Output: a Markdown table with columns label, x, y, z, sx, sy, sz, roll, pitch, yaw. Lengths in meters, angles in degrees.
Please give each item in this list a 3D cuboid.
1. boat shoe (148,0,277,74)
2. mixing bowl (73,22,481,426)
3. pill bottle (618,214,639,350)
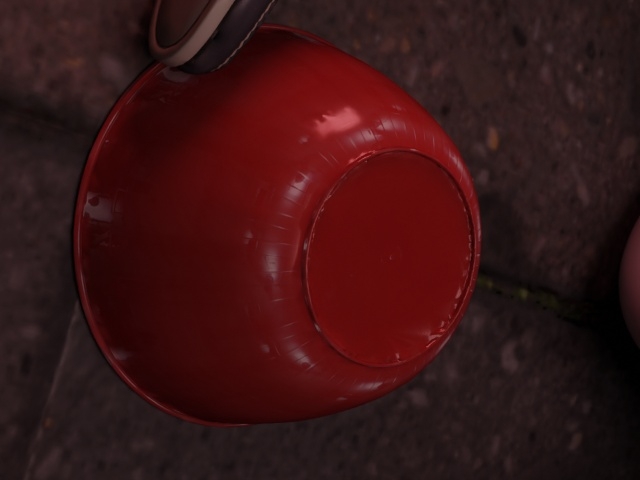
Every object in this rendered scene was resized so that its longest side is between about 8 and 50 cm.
| label | x | y | z | sx | sy | sz | roll | pitch | yaw |
| --- | --- | --- | --- | --- | --- | --- | --- | --- | --- |
| boat shoe | 0.004 | -0.143 | 0.531 | 0.065 | 0.075 | 0.206 | 40 | 69 | -31 |
| mixing bowl | 0.000 | 0.000 | 0.537 | 0.181 | 0.098 | 0.181 | -6 | 100 | -36 |
| pill bottle | 0.314 | 0.090 | 0.735 | 0.181 | 0.181 | 0.323 | -53 | 124 | -18 |
